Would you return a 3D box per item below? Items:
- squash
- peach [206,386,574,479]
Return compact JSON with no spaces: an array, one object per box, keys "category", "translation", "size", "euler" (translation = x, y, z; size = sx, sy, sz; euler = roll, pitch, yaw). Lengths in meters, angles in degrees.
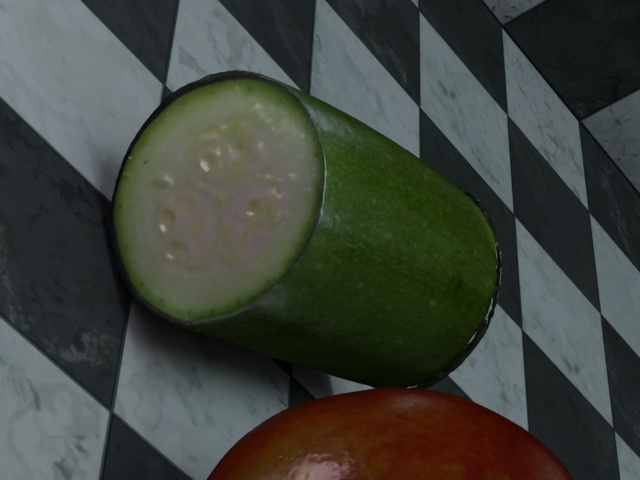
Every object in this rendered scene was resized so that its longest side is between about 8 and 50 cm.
[{"category":"squash","translation":[0.000,0.000,1.928],"size":[0.384,0.263,0.263],"euler":[25,43,-54]},{"category":"peach","translation":[0.073,0.299,1.629],"size":[0.388,0.388,0.388],"euler":[44,30,-34]}]
